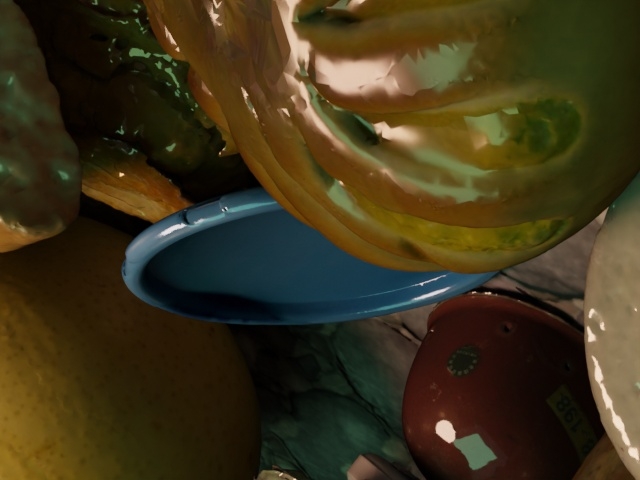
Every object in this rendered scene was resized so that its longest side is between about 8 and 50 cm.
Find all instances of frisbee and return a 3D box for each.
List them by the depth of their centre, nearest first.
[{"bbox_3d":[0.000,0.000,1.014,0.242,0.045,0.242,-4,160,-1],"label":"frisbee"}]

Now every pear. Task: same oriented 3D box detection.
[{"bbox_3d":[-0.222,0.141,1.231,0.348,0.348,0.348,26,143,21],"label":"pear"}]

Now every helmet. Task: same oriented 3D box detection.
[{"bbox_3d":[0.117,0.130,1.094,0.155,0.106,0.175,5,136,41],"label":"helmet"}]

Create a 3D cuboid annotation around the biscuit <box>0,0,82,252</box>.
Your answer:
[{"bbox_3d":[-0.312,-0.185,1.040,0.446,0.104,0.429,-7,106,64],"label":"biscuit"}]

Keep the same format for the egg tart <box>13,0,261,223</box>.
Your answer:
[{"bbox_3d":[-0.111,-0.079,1.022,0.241,0.106,0.241,22,166,6],"label":"egg tart"}]

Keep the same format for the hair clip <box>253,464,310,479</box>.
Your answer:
[{"bbox_3d":[0.040,0.249,1.160,0.138,0.091,0.321,34,174,32],"label":"hair clip"}]

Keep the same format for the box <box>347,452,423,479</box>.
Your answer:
[{"bbox_3d":[0.145,0.247,1.166,0.285,0.044,0.142,39,175,-19],"label":"box"}]

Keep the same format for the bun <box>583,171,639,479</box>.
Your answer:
[{"bbox_3d":[0.273,0.037,0.790,0.263,0.175,0.263,0,90,30],"label":"bun"}]

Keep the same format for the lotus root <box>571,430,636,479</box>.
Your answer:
[{"bbox_3d":[0.203,0.211,0.958,0.149,0.260,0.267,22,142,27],"label":"lotus root"}]

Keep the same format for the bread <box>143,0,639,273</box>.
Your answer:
[{"bbox_3d":[0.016,-0.127,0.782,0.333,0.160,0.333,38,140,41],"label":"bread"}]
